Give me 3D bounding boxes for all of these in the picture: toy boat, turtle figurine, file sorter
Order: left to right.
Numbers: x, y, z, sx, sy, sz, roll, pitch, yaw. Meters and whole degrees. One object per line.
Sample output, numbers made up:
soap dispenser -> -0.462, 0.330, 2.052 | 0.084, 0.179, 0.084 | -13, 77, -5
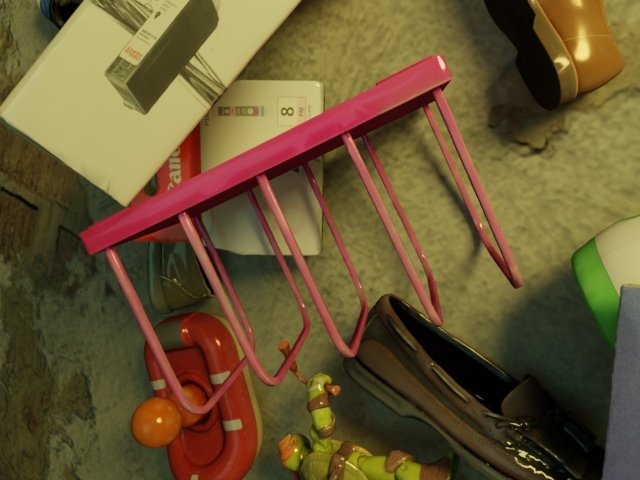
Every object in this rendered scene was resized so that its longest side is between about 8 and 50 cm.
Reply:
toy boat -> -0.172, 0.214, 0.689 | 0.151, 0.151, 0.231 | -15, 90, 31
file sorter -> 0.000, 0.000, 0.481 | 0.290, 0.202, 0.182 | -24, 96, 12
turtle figurine -> 0.036, 0.241, 0.591 | 0.217, 0.087, 0.269 | 4, 114, 25

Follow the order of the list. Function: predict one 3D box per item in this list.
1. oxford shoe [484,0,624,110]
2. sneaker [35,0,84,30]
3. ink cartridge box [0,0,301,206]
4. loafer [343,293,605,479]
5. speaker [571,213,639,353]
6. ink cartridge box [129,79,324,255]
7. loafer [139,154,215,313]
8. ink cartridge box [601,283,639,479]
oxford shoe -> 0.190, -0.220, 0.471 | 0.076, 0.076, 0.212 | -22, 84, 1
sneaker -> -0.341, -0.361, 0.743 | 0.084, 0.058, 0.152 | 47, 121, 22
ink cartridge box -> -0.118, -0.180, 0.469 | 0.114, 0.197, 0.273 | 41, 96, -20
loafer -> 0.160, 0.153, 0.519 | 0.302, 0.109, 0.095 | 26, 106, 27
speaker -> 0.342, -0.006, 0.374 | 0.296, 0.131, 0.131 | -31, 82, 30
ink cartridge box -> -0.112, -0.081, 0.611 | 0.232, 0.066, 0.189 | 0, 100, -1
loafer -> -0.174, -0.032, 0.698 | 0.087, 0.094, 0.251 | -1, 100, -1
ink cartridge box -> 0.338, 0.189, 0.316 | 0.307, 0.072, 0.304 | 3, 100, 19
